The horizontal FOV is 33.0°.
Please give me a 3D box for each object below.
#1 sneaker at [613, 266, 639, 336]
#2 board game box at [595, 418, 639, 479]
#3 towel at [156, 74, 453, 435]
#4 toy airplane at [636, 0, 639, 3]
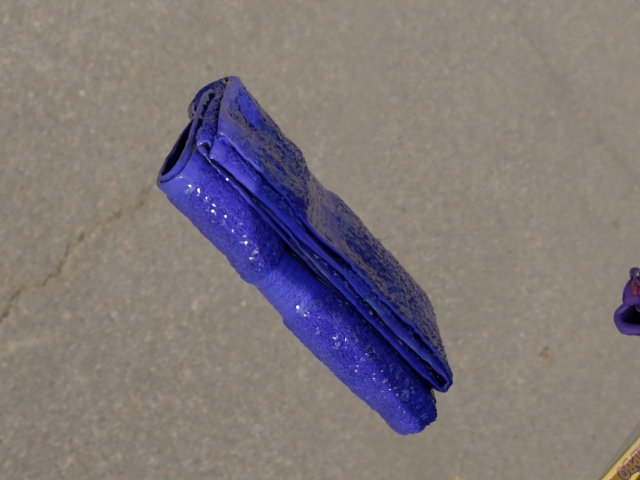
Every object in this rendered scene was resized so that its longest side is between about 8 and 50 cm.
[{"bbox_3d":[0.272,0.033,0.827,0.071,0.170,0.068,-1,55,-8],"label":"sneaker"},{"bbox_3d":[0.347,0.187,1.099,0.039,0.124,0.259,38,39,14],"label":"board game box"},{"bbox_3d":[0.000,0.000,0.921,0.308,0.076,0.227,48,19,-19],"label":"towel"},{"bbox_3d":[0.287,-0.194,0.576,0.384,0.272,0.386,-6,71,-58],"label":"toy airplane"}]
